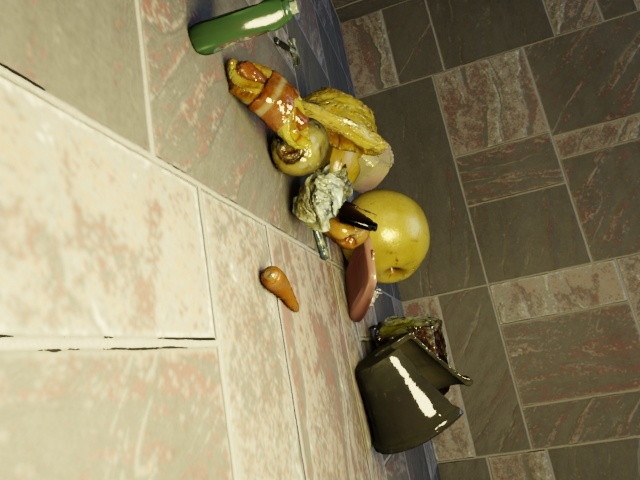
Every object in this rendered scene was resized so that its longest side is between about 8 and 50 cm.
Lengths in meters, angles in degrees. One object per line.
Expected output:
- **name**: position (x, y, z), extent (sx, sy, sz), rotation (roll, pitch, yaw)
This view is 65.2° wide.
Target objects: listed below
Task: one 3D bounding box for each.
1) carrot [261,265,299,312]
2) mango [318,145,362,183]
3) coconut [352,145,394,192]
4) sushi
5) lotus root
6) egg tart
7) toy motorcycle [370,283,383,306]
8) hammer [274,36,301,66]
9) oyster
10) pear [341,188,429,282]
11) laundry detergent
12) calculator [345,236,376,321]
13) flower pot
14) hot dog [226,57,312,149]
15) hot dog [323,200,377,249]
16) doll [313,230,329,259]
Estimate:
- **carrot**: position (-0.078, 0.112, 1.073), extent (0.216, 0.048, 0.048), rotation (63, 18, -59)
- **mango**: position (0.079, -0.301, 1.770), extent (0.167, 0.130, 0.261), rotation (16, 88, -44)
- **coconut**: position (0.184, -0.323, 2.173), extent (0.233, 0.245, 0.233), rotation (19, 48, -23)
- **sushi**: position (0.343, 0.439, 1.902), extent (0.299, 0.282, 0.293), rotation (-33, 113, -83)
- **lotus root**: position (-0.045, -0.253, 1.334), extent (0.278, 0.154, 0.153), rotation (-69, 143, -69)
- **egg tart**: position (0.057, -0.370, 1.535), extent (0.132, 0.342, 0.341), rotation (-65, 164, 2)
- **toy motorcycle**: position (0.179, 0.217, 1.911), extent (0.254, 0.113, 0.112), rotation (-14, 90, -78)
- **hammer**: position (-0.115, -0.662, 1.729), extent (0.246, 0.029, 0.102), rotation (-48, 122, -72)
- **oyster**: position (0.005, -0.113, 1.353), extent (0.351, 0.158, 0.162), rotation (-77, 168, -63)
- **pear**: position (0.236, -0.016, 1.846), extent (0.348, 0.349, 0.347), rotation (-14, 90, -77)
- **laundry detergent**: position (-0.142, -0.426, 0.982), extent (0.137, 0.211, 0.062), rotation (-70, 143, -69)
- **calculator**: position (0.131, 0.125, 1.640), extent (0.329, 0.048, 0.219), rotation (105, -16, -54)
- **flower pot**: position (0.256, 0.458, 1.579), extent (0.251, 0.380, 0.379), rotation (55, 14, 2)
- **hot dog**: position (-0.099, -0.317, 1.125), extent (0.262, 0.093, 0.123), rotation (38, 45, -26)
- **hot dog**: position (0.077, -0.048, 1.581), extent (0.326, 0.194, 0.107), rotation (-85, -169, -75)
- **doll**: position (0.000, 0.000, 1.517), extent (0.037, 0.027, 0.125), rotation (-42, 117, -74)
